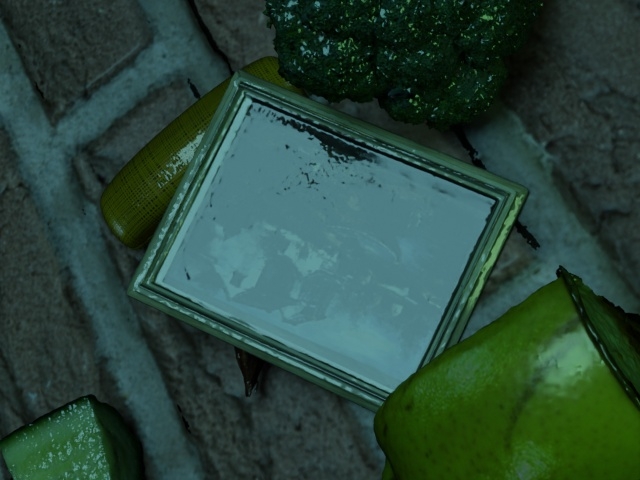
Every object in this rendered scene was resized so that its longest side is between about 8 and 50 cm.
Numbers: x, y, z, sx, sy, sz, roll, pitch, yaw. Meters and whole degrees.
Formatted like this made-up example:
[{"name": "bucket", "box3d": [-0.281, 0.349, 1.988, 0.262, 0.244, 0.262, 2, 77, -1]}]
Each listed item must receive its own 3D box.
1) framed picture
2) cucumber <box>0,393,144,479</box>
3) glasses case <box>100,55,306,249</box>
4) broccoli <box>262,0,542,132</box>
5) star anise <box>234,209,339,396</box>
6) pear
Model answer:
[{"name": "framed picture", "box3d": [0.000, 0.000, 1.407, 0.296, 0.019, 0.232, 23, 83, 19]}, {"name": "cucumber", "box3d": [-0.225, 0.215, 1.488, 0.115, 0.062, 0.116, -30, 63, 20]}, {"name": "glasses case", "box3d": [-0.114, -0.086, 1.550, 0.234, 0.064, 0.079, -39, 61, 11]}, {"name": "broccoli", "box3d": [0.053, -0.215, 1.410, 0.270, 0.270, 0.270, -20, 52, 66]}, {"name": "star anise", "box3d": [-0.021, 0.020, 1.449, 0.157, 0.053, 0.212, -23, 57, 23]}, {"name": "pear", "box3d": [0.143, 0.160, 1.166, 0.255, 0.238, 0.164, -30, 62, 16]}]
